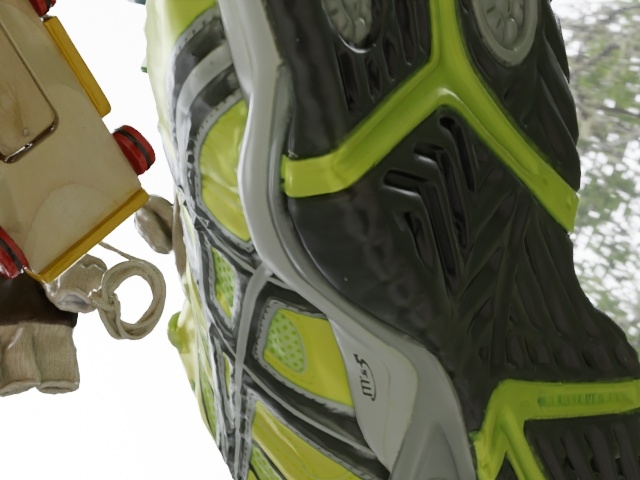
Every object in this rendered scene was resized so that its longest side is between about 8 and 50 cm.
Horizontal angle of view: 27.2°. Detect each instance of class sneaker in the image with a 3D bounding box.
[{"bbox_3d":[0.000,0.000,0.420,0.145,0.147,0.385,-38,-62,-46],"label":"sneaker"}]

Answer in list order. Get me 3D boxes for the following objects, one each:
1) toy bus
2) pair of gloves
[{"bbox_3d":[-0.167,-0.063,0.672,0.191,0.104,0.202,8,-82,-38],"label":"toy bus"},{"bbox_3d":[-0.115,0.001,0.791,0.240,0.204,0.042,-5,-37,8],"label":"pair of gloves"}]
